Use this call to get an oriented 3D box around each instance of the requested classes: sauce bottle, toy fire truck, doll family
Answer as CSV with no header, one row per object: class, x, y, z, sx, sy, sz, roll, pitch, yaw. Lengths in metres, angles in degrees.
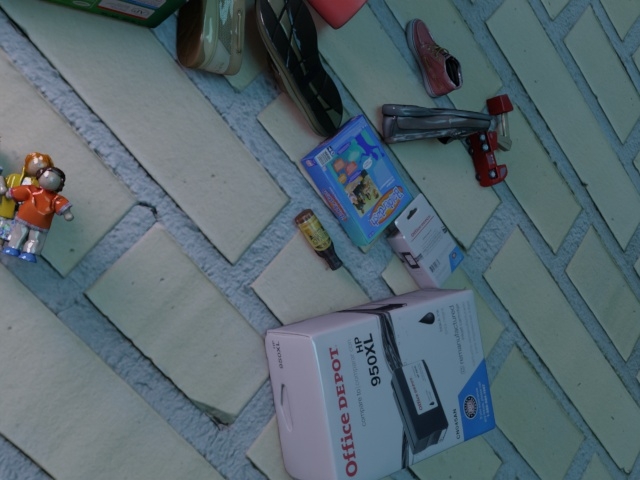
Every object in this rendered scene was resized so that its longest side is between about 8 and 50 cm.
sauce bottle,0.000,0.000,1.331,0.042,0.042,0.128,-45,110,-28
toy fire truck,0.402,-0.231,1.613,0.135,0.047,0.192,-22,98,-33
doll family,-0.477,-0.076,0.994,0.262,0.118,0.163,19,82,-13

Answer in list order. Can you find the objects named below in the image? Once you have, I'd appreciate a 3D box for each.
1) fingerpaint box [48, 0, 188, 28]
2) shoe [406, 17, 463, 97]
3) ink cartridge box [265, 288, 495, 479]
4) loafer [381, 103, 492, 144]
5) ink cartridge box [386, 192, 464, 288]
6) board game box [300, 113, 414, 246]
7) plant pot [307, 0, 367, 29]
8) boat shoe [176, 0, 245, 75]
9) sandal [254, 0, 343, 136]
fingerpaint box,-0.418,-0.562,1.024,0.444,0.163,0.372,5,85,-34
shoe,0.250,-0.401,1.505,0.063,0.081,0.178,-26,101,-32
ink cartridge box,0.120,0.267,1.314,0.394,0.166,0.286,-11,92,-33
loafer,0.246,-0.243,1.495,0.267,0.096,0.084,0,104,-24
ink cartridge box,0.211,0.002,1.460,0.104,0.060,0.180,-46,111,-27
board game box,0.077,-0.119,1.388,0.160,0.047,0.210,-43,109,-29
plant pot,0.015,-0.570,1.274,0.243,0.275,0.275,34,68,-16
boat shoe,-0.174,-0.461,1.214,0.110,0.121,0.342,5,94,-38
sandal,-0.053,-0.326,1.303,0.120,0.086,0.303,-45,125,-34
